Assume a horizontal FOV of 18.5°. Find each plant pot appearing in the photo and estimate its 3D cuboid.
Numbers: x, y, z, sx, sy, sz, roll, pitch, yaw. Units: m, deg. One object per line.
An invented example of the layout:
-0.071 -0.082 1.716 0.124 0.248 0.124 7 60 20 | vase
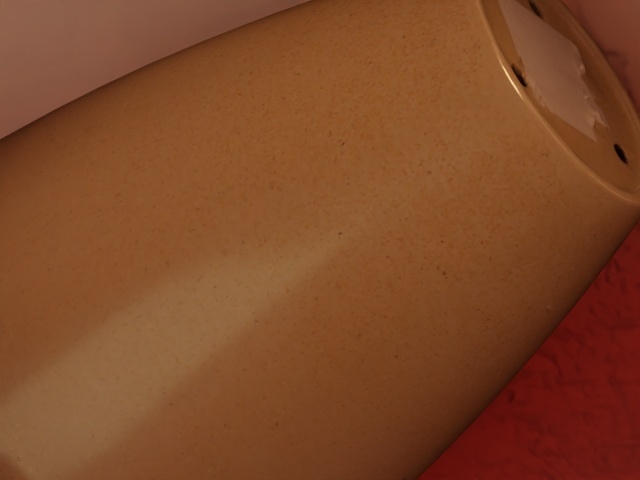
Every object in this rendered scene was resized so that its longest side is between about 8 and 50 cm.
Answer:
0.000 0.000 0.868 0.274 0.256 0.256 -35 87 26 | plant pot
